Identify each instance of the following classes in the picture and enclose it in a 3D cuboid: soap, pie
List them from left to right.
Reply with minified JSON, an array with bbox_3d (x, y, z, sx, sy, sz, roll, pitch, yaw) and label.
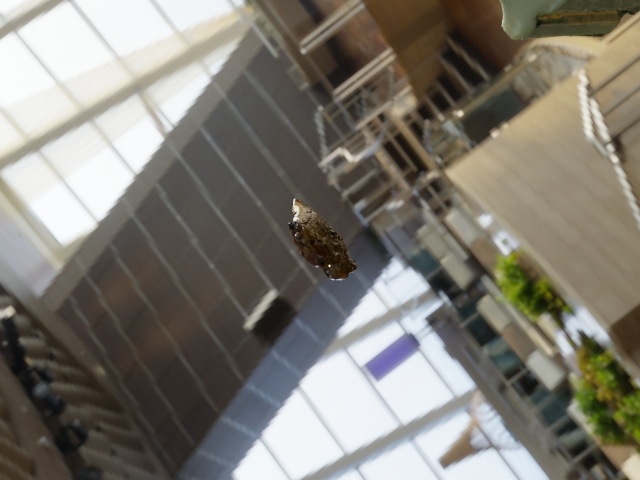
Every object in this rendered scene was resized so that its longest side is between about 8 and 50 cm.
[{"bbox_3d":[0.000,0.000,1.115,0.092,0.034,0.170,44,-171,-4],"label":"pie"},{"bbox_3d":[0.193,-0.193,0.768,0.063,0.114,0.198,60,-150,8],"label":"soap"}]
